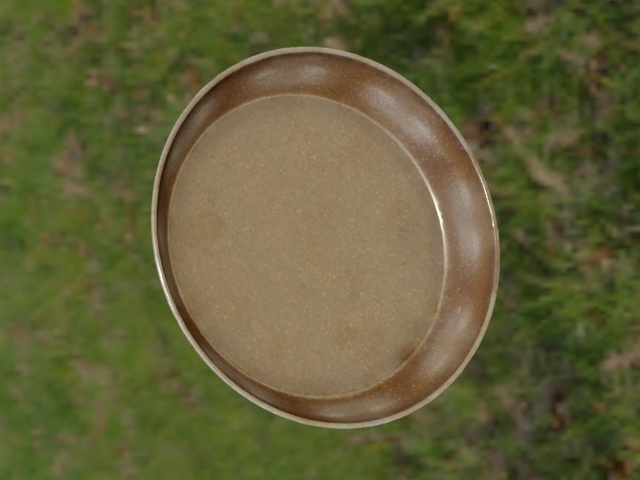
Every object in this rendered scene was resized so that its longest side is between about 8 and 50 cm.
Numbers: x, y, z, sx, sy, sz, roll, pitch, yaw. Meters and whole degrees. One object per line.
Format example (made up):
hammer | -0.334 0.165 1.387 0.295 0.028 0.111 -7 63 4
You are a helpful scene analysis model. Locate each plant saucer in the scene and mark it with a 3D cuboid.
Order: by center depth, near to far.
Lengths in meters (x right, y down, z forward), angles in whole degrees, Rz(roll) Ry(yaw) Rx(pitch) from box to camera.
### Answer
plant saucer | 0.000 0.000 0.826 0.029 0.168 0.168 -27 70 60
